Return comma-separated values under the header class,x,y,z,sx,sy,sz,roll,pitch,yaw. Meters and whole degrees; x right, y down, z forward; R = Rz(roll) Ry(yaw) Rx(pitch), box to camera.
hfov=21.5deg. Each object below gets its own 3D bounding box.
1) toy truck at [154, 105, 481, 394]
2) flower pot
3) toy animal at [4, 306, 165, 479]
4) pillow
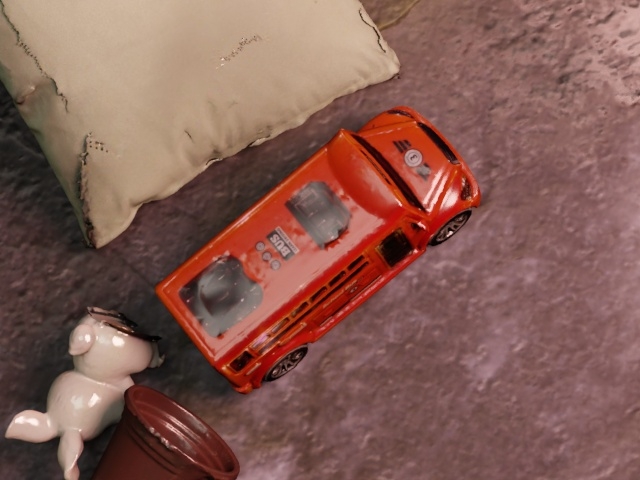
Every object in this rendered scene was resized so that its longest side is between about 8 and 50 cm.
class,x,y,z,sx,sy,sz,roll,pitch,yaw
toy truck,0.000,0.000,1.300,0.252,0.114,0.107,-40,72,1
flower pot,-0.130,0.179,1.293,0.111,0.111,0.089,40,98,17
toy animal,-0.181,0.119,1.329,0.071,0.085,0.124,27,94,16
pillow,-0.129,-0.187,1.320,0.310,0.119,0.312,-29,114,4
